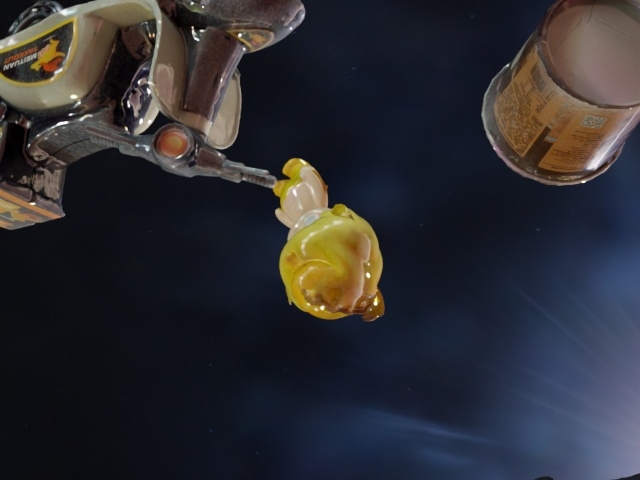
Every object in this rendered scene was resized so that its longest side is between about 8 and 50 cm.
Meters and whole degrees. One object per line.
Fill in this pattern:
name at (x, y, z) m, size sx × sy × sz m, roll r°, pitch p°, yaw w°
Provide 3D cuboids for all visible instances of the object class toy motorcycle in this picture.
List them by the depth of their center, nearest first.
toy motorcycle at (-0.128, -0.099, 0.450) m, size 0.091 × 0.263 × 0.157 m, roll 32°, pitch -126°, yaw -55°

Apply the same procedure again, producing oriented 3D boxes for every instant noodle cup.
instant noodle cup at (0.343, -0.207, 0.905) m, size 0.217 × 0.207 × 0.217 m, roll 0°, pitch -105°, yaw 0°

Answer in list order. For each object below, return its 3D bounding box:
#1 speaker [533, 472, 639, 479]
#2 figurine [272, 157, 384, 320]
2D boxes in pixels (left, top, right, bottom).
speaker at (0.185, 0.293, 0.458) m, size 0.254 × 0.232 × 0.184 m, roll -26°, pitch -103°, yaw -34°
figurine at (0.000, 0.000, 0.826) m, size 0.131 × 0.246 × 0.156 m, roll 9°, pitch -47°, yaw -30°
